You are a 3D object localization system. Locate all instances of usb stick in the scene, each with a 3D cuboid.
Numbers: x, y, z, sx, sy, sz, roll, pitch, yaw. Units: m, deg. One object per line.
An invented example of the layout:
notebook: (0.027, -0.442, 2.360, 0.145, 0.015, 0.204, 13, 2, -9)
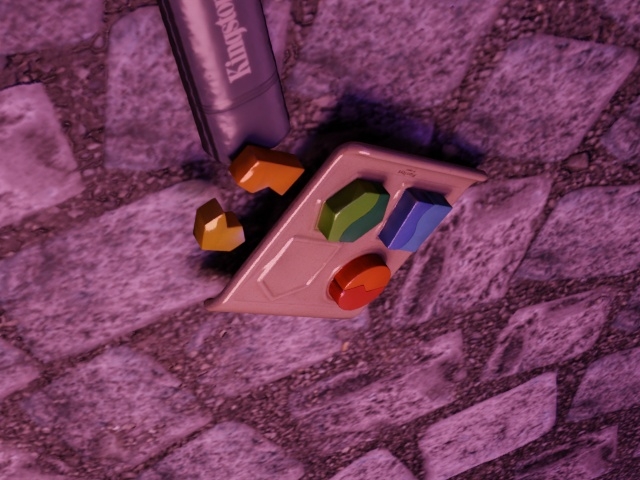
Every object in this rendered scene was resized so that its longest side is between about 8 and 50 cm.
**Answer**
usb stick: (-0.077, -0.159, 1.059, 0.077, 0.045, 0.278, -22, 143, -6)

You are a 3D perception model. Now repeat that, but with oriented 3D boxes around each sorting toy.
sorting toy: (0.000, 0.000, 1.266, 0.307, 0.041, 0.229, 7, 133, -51)
